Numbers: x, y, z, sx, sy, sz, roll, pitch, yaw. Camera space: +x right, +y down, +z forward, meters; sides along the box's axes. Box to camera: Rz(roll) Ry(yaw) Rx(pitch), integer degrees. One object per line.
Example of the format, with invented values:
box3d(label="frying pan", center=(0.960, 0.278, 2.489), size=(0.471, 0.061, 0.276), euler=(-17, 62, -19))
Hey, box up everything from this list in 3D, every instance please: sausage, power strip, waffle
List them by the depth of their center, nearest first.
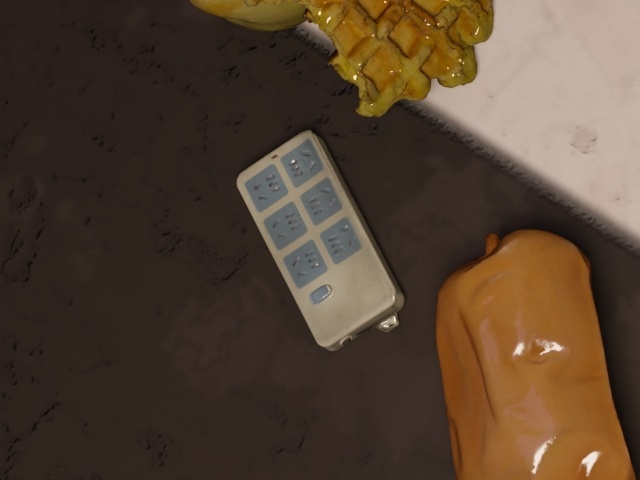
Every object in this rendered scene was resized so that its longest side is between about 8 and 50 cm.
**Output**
box3d(label="sausage", center=(0.158, 0.108, 1.443), size=(0.136, 0.120, 0.241), euler=(-8, 72, 9))
box3d(label="waffle", center=(0.037, -0.237, 1.521), size=(0.051, 0.291, 0.291), euler=(9, 78, 60))
box3d(label="power strip", center=(0.000, 0.000, 1.587), size=(0.081, 0.035, 0.192), euler=(-32, 66, 12))

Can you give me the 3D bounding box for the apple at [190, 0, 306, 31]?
box3d(label="apple", center=(-0.055, -0.269, 1.603), size=(0.200, 0.200, 0.200), euler=(-6, 74, 22))
